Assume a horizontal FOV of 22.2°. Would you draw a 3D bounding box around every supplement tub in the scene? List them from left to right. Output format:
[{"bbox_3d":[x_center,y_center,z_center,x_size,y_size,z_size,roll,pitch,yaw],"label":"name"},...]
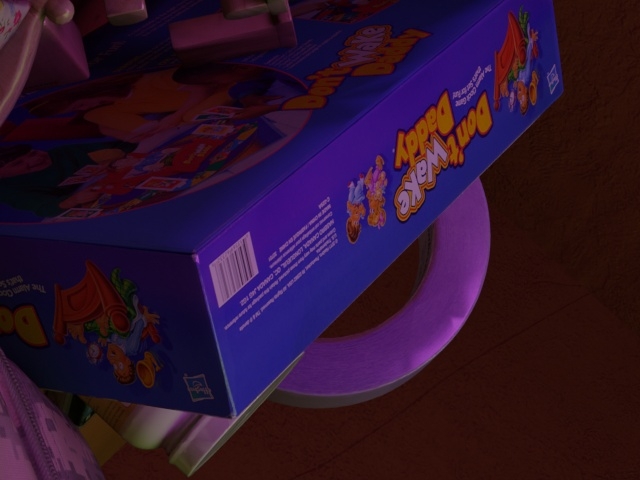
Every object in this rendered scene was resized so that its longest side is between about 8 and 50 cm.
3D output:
[{"bbox_3d":[-0.125,0.056,1.157,0.144,0.200,0.144,-47,176,-5],"label":"supplement tub"}]

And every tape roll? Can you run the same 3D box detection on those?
[{"bbox_3d":[0.000,0.000,1.367,0.275,0.275,0.090,-46,174,-13],"label":"tape roll"}]

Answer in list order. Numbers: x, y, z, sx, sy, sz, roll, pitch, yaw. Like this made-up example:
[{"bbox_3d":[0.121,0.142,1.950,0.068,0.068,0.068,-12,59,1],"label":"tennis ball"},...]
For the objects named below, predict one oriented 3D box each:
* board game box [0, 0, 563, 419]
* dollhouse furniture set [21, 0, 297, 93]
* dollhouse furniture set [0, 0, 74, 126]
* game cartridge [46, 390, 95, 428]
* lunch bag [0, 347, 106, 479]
[{"bbox_3d":[-0.054,-0.047,0.823,0.347,0.233,0.078,-42,129,-48],"label":"board game box"},{"bbox_3d":[-0.100,-0.147,0.750,0.151,0.123,0.144,-12,174,0],"label":"dollhouse furniture set"},{"bbox_3d":[-0.111,-0.032,0.507,0.355,0.174,0.303,-48,-179,9],"label":"dollhouse furniture set"},{"bbox_3d":[-0.185,0.077,1.698,0.230,0.068,0.355,-50,177,-23],"label":"game cartridge"},{"bbox_3d":[-0.229,0.147,0.564,0.305,0.212,0.256,-26,149,-1],"label":"lunch bag"}]
